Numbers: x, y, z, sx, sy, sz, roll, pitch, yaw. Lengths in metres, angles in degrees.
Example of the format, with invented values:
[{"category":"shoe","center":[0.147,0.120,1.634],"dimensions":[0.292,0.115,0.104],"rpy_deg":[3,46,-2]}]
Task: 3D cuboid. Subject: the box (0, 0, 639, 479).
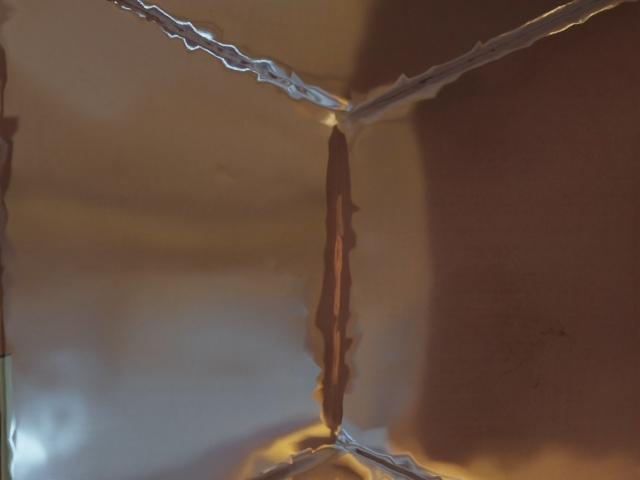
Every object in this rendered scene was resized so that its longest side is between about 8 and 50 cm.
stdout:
[{"category":"box","center":[0.000,0.000,0.590],"dimensions":[0.215,0.215,0.086],"rpy_deg":[1,16,-5]}]
